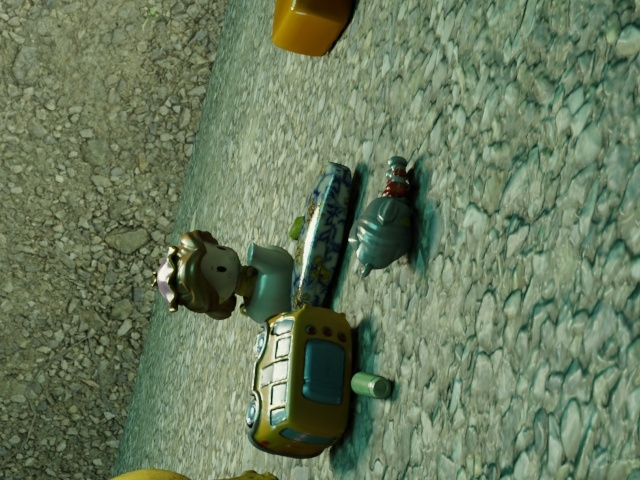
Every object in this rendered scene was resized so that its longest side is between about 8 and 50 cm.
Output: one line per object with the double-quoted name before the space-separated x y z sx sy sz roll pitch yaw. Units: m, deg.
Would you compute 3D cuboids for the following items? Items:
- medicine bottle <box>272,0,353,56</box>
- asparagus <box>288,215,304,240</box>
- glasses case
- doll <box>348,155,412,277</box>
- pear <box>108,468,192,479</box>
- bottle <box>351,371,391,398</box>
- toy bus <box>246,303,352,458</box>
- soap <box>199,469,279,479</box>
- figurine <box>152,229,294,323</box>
"medicine bottle" -0.004 -0.445 1.920 0.222 0.112 0.149 136 143 -65
"asparagus" -0.017 -0.025 1.813 0.045 0.041 0.178 69 163 0
"glasses case" 0.000 0.000 1.675 0.087 0.065 0.248 -124 47 -71
"doll" 0.085 -0.030 1.379 0.094 0.079 0.180 97 -171 -60
"pear" -0.332 0.587 2.051 0.314 0.314 0.314 -169 90 -75
"bottle" 0.065 0.185 1.368 0.083 0.030 0.030 170 110 -73
"toy bus" -0.021 0.193 1.510 0.136 0.126 0.209 -37 43 56
"soap" -0.076 0.383 1.489 0.339 0.169 0.304 116 149 -44
"figurine" -0.151 0.067 1.801 0.142 0.263 0.189 -96 20 -45
